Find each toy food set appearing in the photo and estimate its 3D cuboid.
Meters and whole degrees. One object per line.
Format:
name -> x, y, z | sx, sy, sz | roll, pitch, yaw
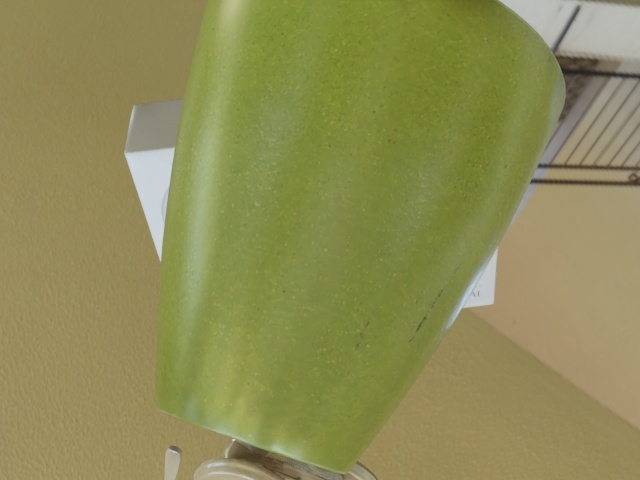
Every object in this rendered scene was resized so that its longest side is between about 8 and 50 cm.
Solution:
toy food set -> -0.079, 0.271, 0.844 | 0.192, 0.132, 0.038 | 20, -137, 3

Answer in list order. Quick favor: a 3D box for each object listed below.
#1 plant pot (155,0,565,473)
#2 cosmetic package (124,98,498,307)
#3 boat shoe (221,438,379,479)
plant pot -> 0.000, 0.000, 0.551 | 0.275, 0.275, 0.293 | 19, -105, -1
cosmetic package -> 0.007, -0.032, 0.866 | 0.377, 0.284, 0.097 | -7, -136, 1
boat shoe -> -0.017, 0.298, 0.986 | 0.109, 0.302, 0.098 | 18, -112, 42
